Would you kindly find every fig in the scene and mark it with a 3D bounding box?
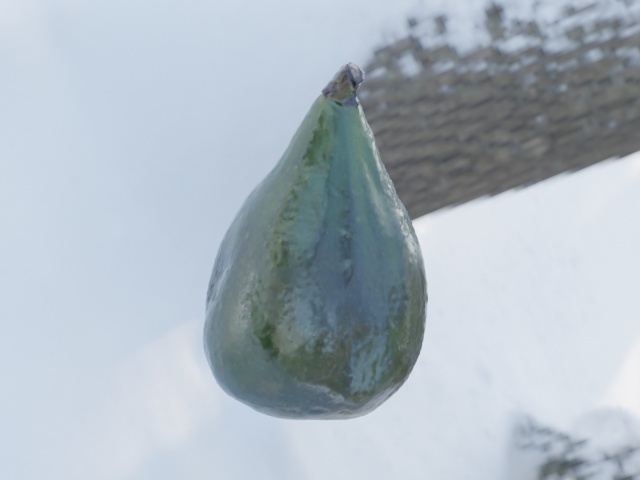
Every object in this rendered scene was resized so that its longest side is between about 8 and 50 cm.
[{"bbox_3d":[0.000,0.000,0.789,0.117,0.117,0.177,-7,101,-69],"label":"fig"}]
